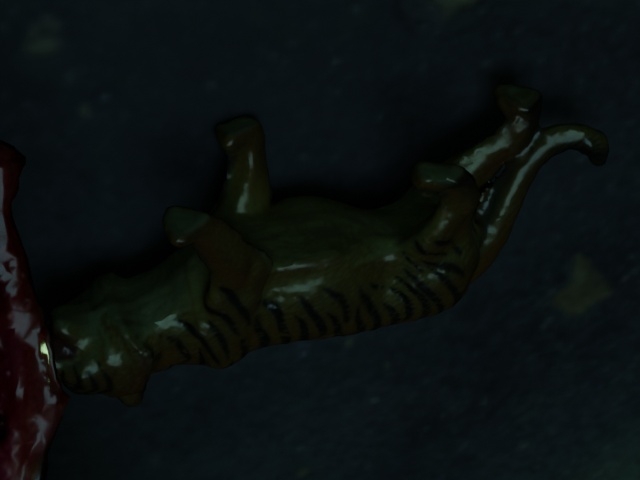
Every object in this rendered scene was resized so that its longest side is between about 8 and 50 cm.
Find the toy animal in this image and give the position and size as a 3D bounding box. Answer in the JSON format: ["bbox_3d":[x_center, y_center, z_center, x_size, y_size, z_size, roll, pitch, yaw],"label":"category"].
[{"bbox_3d":[0.000,0.000,0.642,0.241,0.057,0.099,-13,139,-15],"label":"toy animal"}]

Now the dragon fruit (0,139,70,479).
[{"bbox_3d":[-0.212,0.006,0.496,0.261,0.163,0.189,13,156,-36],"label":"dragon fruit"}]
